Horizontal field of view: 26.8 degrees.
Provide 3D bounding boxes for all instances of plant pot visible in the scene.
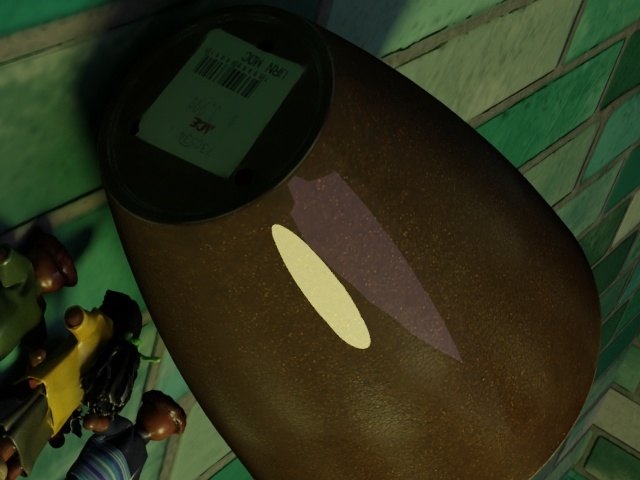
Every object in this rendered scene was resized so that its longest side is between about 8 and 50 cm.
[{"bbox_3d":[0.000,0.000,0.629,0.215,0.215,0.230,-54,144,-12],"label":"plant pot"}]

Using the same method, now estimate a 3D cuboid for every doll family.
[{"bbox_3d":[-0.118,0.076,0.617,0.111,0.076,0.193,-50,163,-32],"label":"doll family"}]
